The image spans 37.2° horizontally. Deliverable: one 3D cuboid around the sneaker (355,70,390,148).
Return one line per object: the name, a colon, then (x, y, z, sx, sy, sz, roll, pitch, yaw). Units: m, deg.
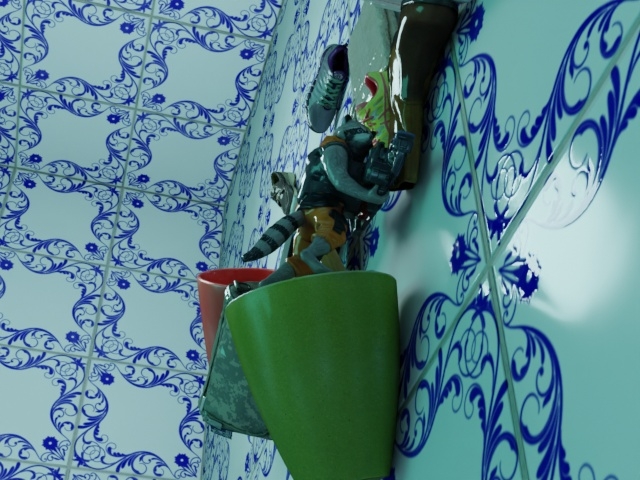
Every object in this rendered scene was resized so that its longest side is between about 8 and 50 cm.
sneaker: (0.105, -0.210, 1.703, 0.081, 0.094, 0.208, 135, 142, -68)

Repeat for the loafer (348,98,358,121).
loafer: (0.082, -0.240, 1.988, 0.039, 0.045, 0.125, -126, 38, -51)

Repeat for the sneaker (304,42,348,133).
sneaker: (0.018, -0.371, 2.303, 0.098, 0.083, 0.223, -163, 84, -74)

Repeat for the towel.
towel: (0.110, -0.370, 1.904, 0.187, 0.049, 0.282, 115, 156, -48)

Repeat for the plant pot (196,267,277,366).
plant pot: (-0.170, 0.206, 2.322, 0.275, 0.275, 0.243, -139, 50, -77)

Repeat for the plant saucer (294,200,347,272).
plant saucer: (0.000, 0.000, 1.874, 0.200, 0.037, 0.200, 61, 180, 0)

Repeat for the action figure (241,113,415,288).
action figure: (0.018, -0.077, 1.542, 0.341, 0.179, 0.330, 119, 175, -60)

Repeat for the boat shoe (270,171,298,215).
boat shoe: (-0.109, -0.133, 2.715, 0.223, 0.074, 0.080, -99, 22, -59)

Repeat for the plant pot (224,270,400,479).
plant pot: (0.010, 0.227, 1.459, 0.275, 0.275, 0.293, 128, 134, -66)

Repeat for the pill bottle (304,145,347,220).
pill bottle: (0.029, -0.125, 1.933, 0.208, 0.118, 0.117, -105, 28, -66)

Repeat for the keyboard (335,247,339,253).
keyboard: (0.015, 0.083, 2.058, 0.108, 0.023, 0.180, 179, 100, -78)

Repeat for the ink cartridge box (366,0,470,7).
ink cartridge box: (0.118, -0.462, 1.572, 0.353, 0.207, 0.119, -132, 55, -76)

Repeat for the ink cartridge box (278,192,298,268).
ink cartridge box: (-0.026, -0.038, 2.138, 0.332, 0.065, 0.165, -63, -15, -78)

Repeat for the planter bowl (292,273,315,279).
planter bowl: (-0.083, 0.142, 2.089, 0.217, 0.090, 0.217, -59, -14, -25)

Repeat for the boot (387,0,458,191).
boot: (0.144, -0.229, 1.531, 0.264, 0.096, 0.280, 151, 128, -75)

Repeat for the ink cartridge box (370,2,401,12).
ink cartridge box: (0.157, -0.539, 1.758, 0.139, 0.082, 0.190, -86, 11, -46)

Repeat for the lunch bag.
lunch bag: (-0.088, 0.232, 1.841, 0.212, 0.256, 0.305, -106, 28, -66)
